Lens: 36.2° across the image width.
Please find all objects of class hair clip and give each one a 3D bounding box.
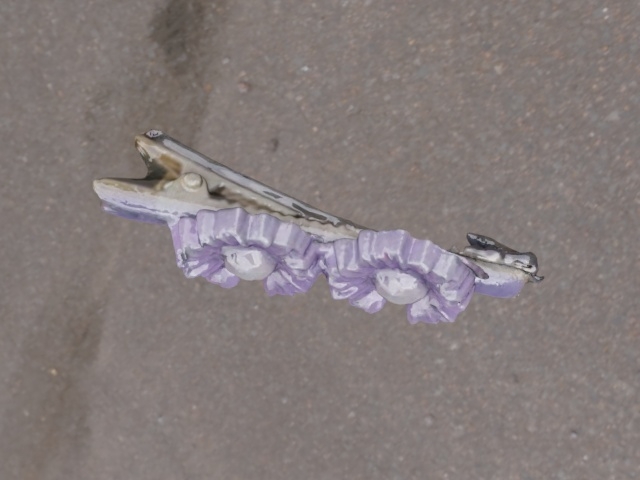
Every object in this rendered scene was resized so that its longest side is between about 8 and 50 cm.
[{"bbox_3d":[0.000,0.000,0.637,0.292,0.084,0.106,15,154,2],"label":"hair clip"}]
